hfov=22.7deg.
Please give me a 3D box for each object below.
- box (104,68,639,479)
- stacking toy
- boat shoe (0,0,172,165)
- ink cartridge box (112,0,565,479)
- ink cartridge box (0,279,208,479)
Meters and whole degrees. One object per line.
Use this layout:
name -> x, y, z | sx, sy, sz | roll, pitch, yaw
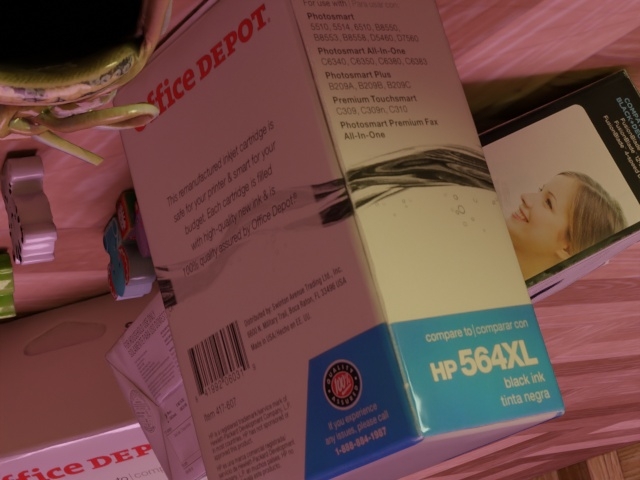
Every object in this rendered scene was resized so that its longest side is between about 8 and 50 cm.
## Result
box -> 0.043, 0.022, 0.868 | 0.290, 0.087, 0.169 | -25, 171, -25
stacking toy -> -0.097, 0.001, 0.885 | 0.167, 0.052, 0.221 | -8, 165, -19
boat shoe -> -0.098, -0.081, 0.505 | 0.105, 0.089, 0.285 | -11, 165, -12
ink cartridge box -> 0.000, 0.000, 0.675 | 0.086, 0.203, 0.148 | -5, 163, -37
ink cartridge box -> -0.131, 0.168, 1.138 | 0.198, 0.114, 0.273 | -16, 138, 8
